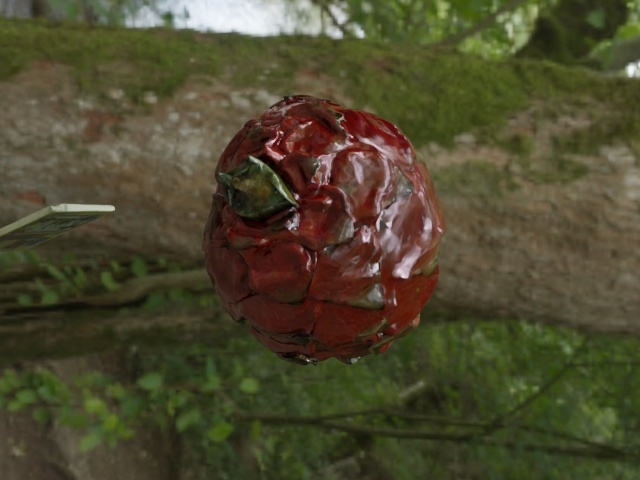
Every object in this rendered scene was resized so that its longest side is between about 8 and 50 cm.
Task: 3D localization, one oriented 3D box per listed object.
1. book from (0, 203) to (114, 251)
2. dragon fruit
[{"bbox_3d":[-0.451,-0.019,1.525,0.168,0.192,0.013,-5,75,-69],"label":"book"},{"bbox_3d":[0.000,0.000,0.931,0.244,0.245,0.298,-75,158,-48],"label":"dragon fruit"}]
